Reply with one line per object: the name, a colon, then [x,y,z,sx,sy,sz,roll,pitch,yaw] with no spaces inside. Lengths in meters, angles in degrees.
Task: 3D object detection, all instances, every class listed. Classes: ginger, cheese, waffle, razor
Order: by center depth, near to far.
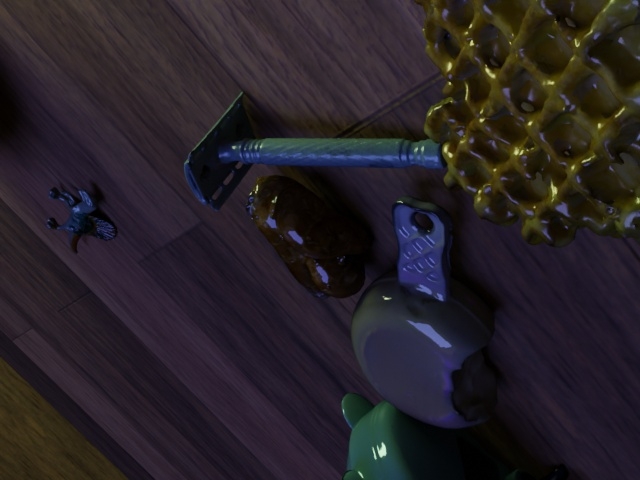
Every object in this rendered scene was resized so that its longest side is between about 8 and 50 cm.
waffle: [0.121,-0.109,0.467,0.253,0.056,0.249,63,163,-15]
razor: [0.000,-0.081,0.671,0.232,0.106,0.068,3,134,29]
cheese: [0.102,0.073,0.735,0.163,0.082,0.286,22,142,25]
ginger: [0.000,0.000,0.766,0.103,0.073,0.162,19,150,53]

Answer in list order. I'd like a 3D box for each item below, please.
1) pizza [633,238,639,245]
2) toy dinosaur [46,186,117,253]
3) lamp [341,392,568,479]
pizza: [0.266,-0.031,0.458,0.197,0.058,0.292,-11,121,52]
toy dinosaur: [-0.350,-0.024,1.131,0.106,0.044,0.187,13,140,14]
lamp: [0.144,0.285,0.848,0.284,0.209,0.147,18,121,-9]
